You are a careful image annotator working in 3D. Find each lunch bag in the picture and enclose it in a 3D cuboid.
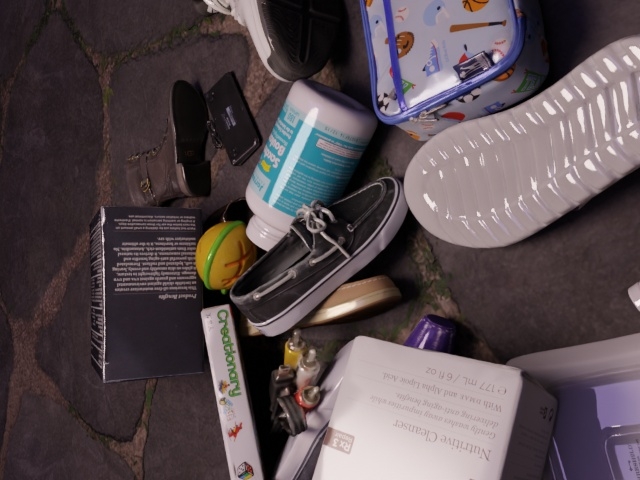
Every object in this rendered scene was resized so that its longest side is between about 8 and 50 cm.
[{"bbox_3d":[0.162,-0.291,0.852,0.243,0.115,0.304,-19,67,38],"label":"lunch bag"}]

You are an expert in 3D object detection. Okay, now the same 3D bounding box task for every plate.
[{"bbox_3d":[0.361,0.244,0.703,0.278,0.045,0.278,-21,73,33],"label":"plate"}]

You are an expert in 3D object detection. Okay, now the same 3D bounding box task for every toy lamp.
[{"bbox_3d":[0.125,0.237,0.908,0.080,0.080,0.275,28,106,39],"label":"toy lamp"}]

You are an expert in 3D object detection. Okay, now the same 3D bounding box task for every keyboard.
[{"bbox_3d":[-0.179,-0.229,1.237,0.108,0.023,0.180,-36,64,28],"label":"keyboard"}]

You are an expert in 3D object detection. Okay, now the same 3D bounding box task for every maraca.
[{"bbox_3d":[-0.157,0.032,1.097,0.099,0.186,0.127,29,77,13],"label":"maraca"}]

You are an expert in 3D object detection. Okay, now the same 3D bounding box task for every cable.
[{"bbox_3d":[-0.044,0.263,1.007,0.287,0.072,0.140,102,156,-54],"label":"cable"}]

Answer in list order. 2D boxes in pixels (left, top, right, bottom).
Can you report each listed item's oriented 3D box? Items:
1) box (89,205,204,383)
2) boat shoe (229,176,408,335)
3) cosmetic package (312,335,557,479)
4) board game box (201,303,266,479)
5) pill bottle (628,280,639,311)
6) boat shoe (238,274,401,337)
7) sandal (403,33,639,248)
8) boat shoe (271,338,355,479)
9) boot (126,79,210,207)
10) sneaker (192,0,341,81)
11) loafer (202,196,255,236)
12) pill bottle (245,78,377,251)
[{"bbox_3d":[-0.335,0.099,1.200,0.296,0.182,0.294,170,100,-66],"label":"box"},{"bbox_3d":[-0.002,-0.001,0.922,0.306,0.105,0.113,-40,35,-4],"label":"boat shoe"},{"bbox_3d":[0.103,0.323,0.704,0.217,0.156,0.385,6,71,37],"label":"cosmetic package"},{"bbox_3d":[-0.146,0.276,1.092,0.193,0.053,0.306,108,150,-75],"label":"board game box"},{"bbox_3d":[0.396,0.039,0.681,0.116,0.065,0.065,-45,61,32],"label":"pill bottle"},{"bbox_3d":[-0.022,0.085,1.017,0.341,0.121,0.110,-16,77,42],"label":"boat shoe"},{"bbox_3d":[0.271,-0.099,0.779,0.416,0.102,0.170,-24,86,53],"label":"sandal"},{"bbox_3d":[0.026,0.285,0.984,0.102,0.108,0.301,25,112,-4],"label":"boat shoe"},{"bbox_3d":[-0.337,-0.184,1.330,0.228,0.091,0.263,-7,86,41],"label":"boot"},{"bbox_3d":[-0.116,-0.424,1.121,0.257,0.169,0.448,-33,59,45],"label":"sneaker"},{"bbox_3d":[-0.155,-0.045,1.169,0.220,0.078,0.080,-24,73,39],"label":"loafer"},{"bbox_3d":[-0.027,-0.108,1.012,0.146,0.146,0.264,41,115,35],"label":"pill bottle"}]
